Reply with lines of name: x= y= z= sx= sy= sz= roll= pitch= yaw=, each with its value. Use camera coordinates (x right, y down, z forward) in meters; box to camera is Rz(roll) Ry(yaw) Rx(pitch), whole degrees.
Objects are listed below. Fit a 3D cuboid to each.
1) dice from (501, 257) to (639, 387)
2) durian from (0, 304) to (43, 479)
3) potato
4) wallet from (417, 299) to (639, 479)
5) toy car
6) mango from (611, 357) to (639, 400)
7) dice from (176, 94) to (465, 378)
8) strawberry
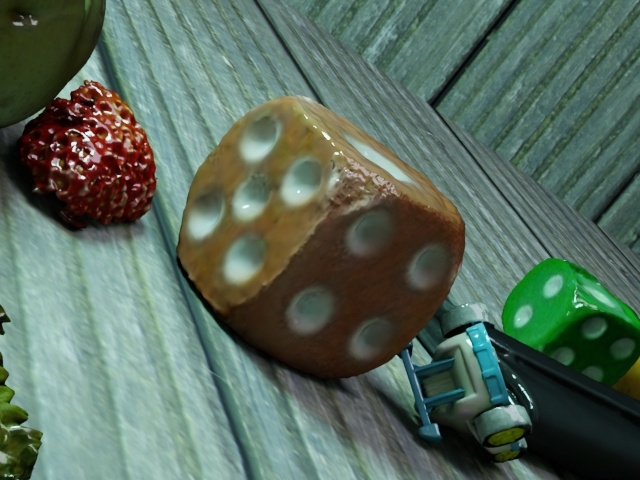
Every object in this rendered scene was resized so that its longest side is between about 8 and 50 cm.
dice: x=0.301 y=0.105 z=2.006 sx=0.128 sy=0.120 sz=0.131 roll=33 pitch=15 yaw=-29
durian: x=-0.274 y=-0.025 z=0.743 sx=0.394 sy=0.163 sz=0.198 roll=43 pitch=14 yaw=-8
potato: x=-0.266 y=-0.211 z=1.303 sx=0.218 sy=0.202 sz=0.351 roll=36 pitch=13 yaw=-6
wallet: x=0.283 y=0.190 z=1.774 sx=0.406 sy=0.062 sz=0.228 roll=28 pitch=16 yaw=-40
toy car: x=0.123 y=0.139 z=1.487 sx=0.161 sy=0.098 sz=0.126 roll=80 pitch=-5 yaw=-66
mango: x=0.426 y=0.188 z=2.141 sx=0.115 sy=0.090 sz=0.178 roll=23 pitch=20 yaw=-21
dice: x=0.000 y=0.000 z=1.389 sx=0.174 sy=0.179 sz=0.175 roll=26 pitch=13 yaw=-42
strawberry: x=-0.177 y=-0.068 z=1.343 sx=0.121 sy=0.082 sz=0.188 roll=40 pitch=9 yaw=-8
